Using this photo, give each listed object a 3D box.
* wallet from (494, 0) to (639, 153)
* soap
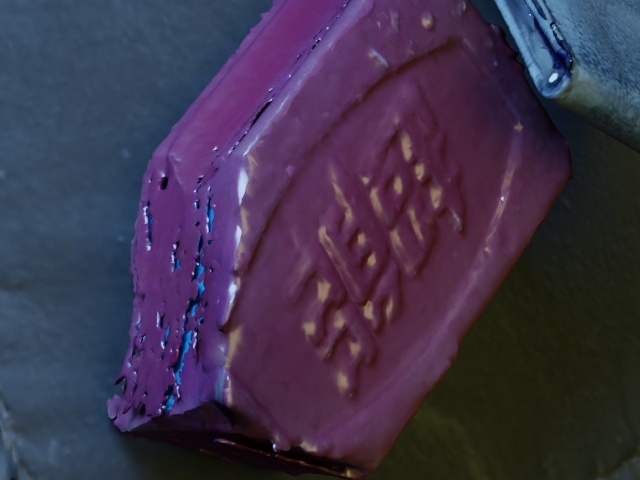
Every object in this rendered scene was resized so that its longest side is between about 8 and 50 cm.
[{"bbox_3d":[0.142,-0.109,0.999,0.167,0.036,0.222,26,30,-33],"label":"wallet"},{"bbox_3d":[0.000,0.000,0.916,0.162,0.099,0.250,51,57,-26],"label":"soap"}]
